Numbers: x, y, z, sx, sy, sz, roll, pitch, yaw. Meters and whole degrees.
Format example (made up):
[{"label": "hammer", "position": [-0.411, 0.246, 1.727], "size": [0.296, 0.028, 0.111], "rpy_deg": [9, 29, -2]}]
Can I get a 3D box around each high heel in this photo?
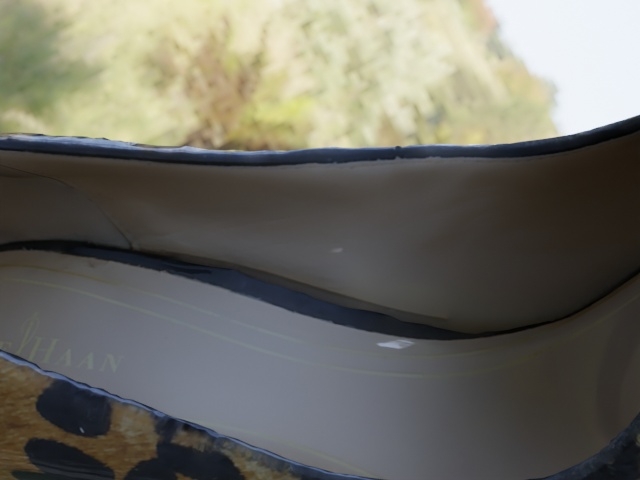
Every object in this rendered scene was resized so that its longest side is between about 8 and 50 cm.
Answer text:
[{"label": "high heel", "position": [0.000, 0.000, 0.365], "size": [0.186, 0.261, 0.093], "rpy_deg": [32, 50, -24]}]
